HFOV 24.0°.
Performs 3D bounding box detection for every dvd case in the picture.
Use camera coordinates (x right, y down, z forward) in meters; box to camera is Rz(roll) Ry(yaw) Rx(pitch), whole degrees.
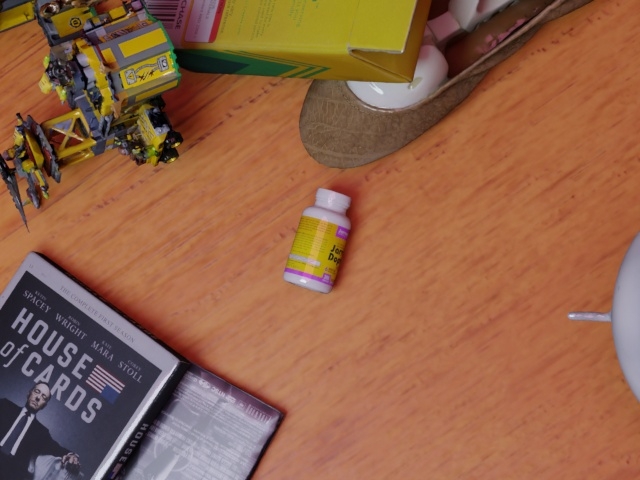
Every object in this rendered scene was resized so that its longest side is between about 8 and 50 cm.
[{"bbox_3d":[-0.153,0.205,1.278,0.164,0.018,0.221,28,88,12],"label":"dvd case"},{"bbox_3d":[-0.244,0.154,1.281,0.179,0.029,0.239,34,91,21],"label":"dvd case"}]

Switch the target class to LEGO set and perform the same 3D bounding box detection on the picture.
[{"bbox_3d":[-0.267,-0.183,1.223,0.192,0.255,0.331,-25,87,-17],"label":"LEGO set"}]

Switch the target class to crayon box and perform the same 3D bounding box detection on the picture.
[{"bbox_3d":[-0.006,-0.233,1.195,0.318,0.081,0.202,10,84,45],"label":"crayon box"}]

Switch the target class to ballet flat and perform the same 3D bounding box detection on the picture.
[{"bbox_3d":[0.118,-0.184,1.226,0.342,0.124,0.116,-33,80,5],"label":"ballet flat"}]

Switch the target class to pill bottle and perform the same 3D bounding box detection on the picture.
[{"bbox_3d":[0.000,0.000,1.264,0.043,0.043,0.083,16,86,11],"label":"pill bottle"}]

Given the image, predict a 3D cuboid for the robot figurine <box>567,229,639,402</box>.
[{"bbox_3d":[0.356,0.055,1.065,0.353,0.300,0.200,-3,72,44],"label":"robot figurine"}]
